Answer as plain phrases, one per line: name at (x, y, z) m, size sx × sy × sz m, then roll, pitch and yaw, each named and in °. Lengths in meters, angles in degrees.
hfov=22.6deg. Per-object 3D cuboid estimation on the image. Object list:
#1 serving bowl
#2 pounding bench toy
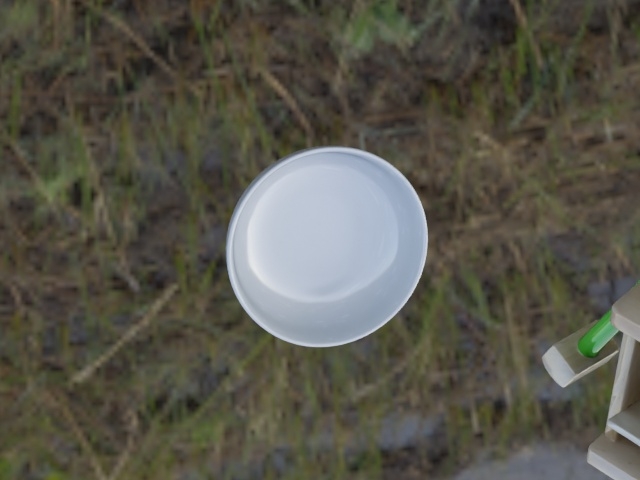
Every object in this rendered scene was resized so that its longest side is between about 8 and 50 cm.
serving bowl at (0.000, 0.000, 0.652) m, size 0.083 × 0.027 × 0.083 m, roll -4°, pitch 106°, yaw -15°
pounding bench toy at (0.099, 0.029, 0.436) m, size 0.052 × 0.083 × 0.065 m, roll -34°, pitch 140°, yaw -34°
